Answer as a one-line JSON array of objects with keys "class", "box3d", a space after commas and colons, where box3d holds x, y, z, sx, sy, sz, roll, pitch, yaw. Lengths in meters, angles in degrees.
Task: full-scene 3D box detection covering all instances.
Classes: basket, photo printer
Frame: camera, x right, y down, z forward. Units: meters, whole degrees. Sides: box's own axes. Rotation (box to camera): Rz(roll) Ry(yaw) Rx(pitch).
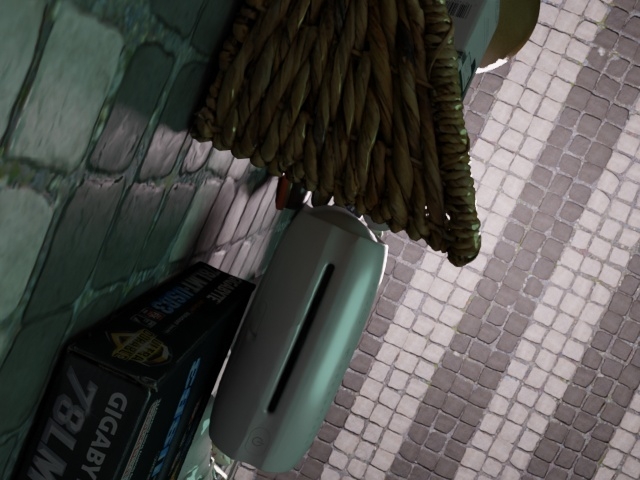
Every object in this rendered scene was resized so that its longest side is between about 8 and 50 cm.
[{"class": "basket", "box3d": [0.064, -0.135, 0.664, 0.299, 0.223, 0.213, -40, 155, -79]}, {"class": "photo printer", "box3d": [-0.021, 0.087, 0.845, 0.307, 0.107, 0.256, -94, -153, -87]}]

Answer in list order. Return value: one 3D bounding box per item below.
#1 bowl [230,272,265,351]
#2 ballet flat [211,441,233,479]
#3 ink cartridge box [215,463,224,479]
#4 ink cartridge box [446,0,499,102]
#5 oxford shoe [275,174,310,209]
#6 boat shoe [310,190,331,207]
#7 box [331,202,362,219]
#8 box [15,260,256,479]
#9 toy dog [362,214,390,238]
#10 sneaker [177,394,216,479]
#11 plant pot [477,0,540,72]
[{"class": "bowl", "box3d": [-0.100, 0.120, 1.266, 0.142, 0.053, 0.142, 106, 10, -61]}, {"class": "ballet flat", "box3d": [-0.205, 0.421, 1.536, 0.091, 0.077, 0.241, -52, 166, -70]}, {"class": "ink cartridge box", "box3d": [-0.196, 0.425, 1.911, 0.224, 0.045, 0.223, -58, 172, -65]}, {"class": "ink cartridge box", "box3d": [0.097, -0.217, 0.944, 0.219, 0.160, 0.092, -63, 158, -23]}, {"class": "oxford shoe", "box3d": [0.024, -0.133, 1.024, 0.097, 0.098, 0.271, 110, 6, -56]}, {"class": "boat shoe", "box3d": [0.046, -0.137, 1.490, 0.068, 0.072, 0.190, -44, 159, -80]}, {"class": "box", "box3d": [0.000, 0.000, 1.491, 0.183, 0.059, 0.233, -49, 180, 14]}, {"class": "box", "box3d": [-0.165, 0.183, 0.671, 0.293, 0.073, 0.295, -51, 165, -79]}, {"class": "toy dog", "box3d": [0.170, -0.109, 1.503, 0.220, 0.161, 0.334, 85, 12, -49]}, {"class": "sneaker", "box3d": [-0.154, 0.306, 0.964, 0.114, 0.152, 0.305, -54, 167, -61]}, {"class": "plant pot", "box3d": [0.227, -0.419, 1.306, 0.237, 0.237, 0.254, -66, 162, 3]}]
